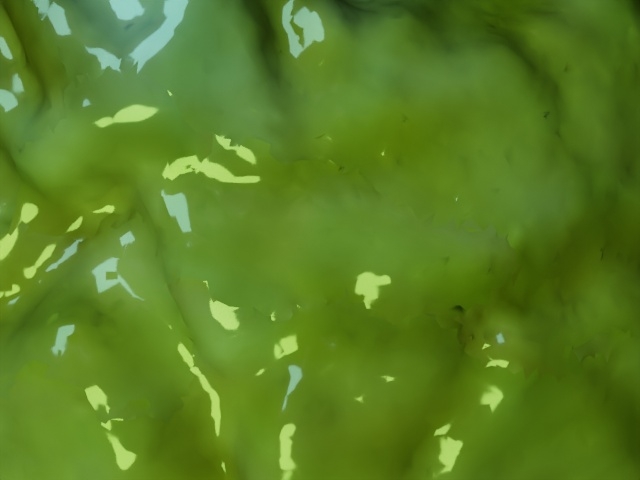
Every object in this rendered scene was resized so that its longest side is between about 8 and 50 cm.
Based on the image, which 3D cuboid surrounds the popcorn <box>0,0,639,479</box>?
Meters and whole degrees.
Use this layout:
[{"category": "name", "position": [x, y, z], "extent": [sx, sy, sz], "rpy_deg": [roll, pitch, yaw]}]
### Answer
[{"category": "popcorn", "position": [-0.004, 0.020, 0.655], "extent": [0.354, 0.344, 0.390], "rpy_deg": [13, 103, 16]}]
